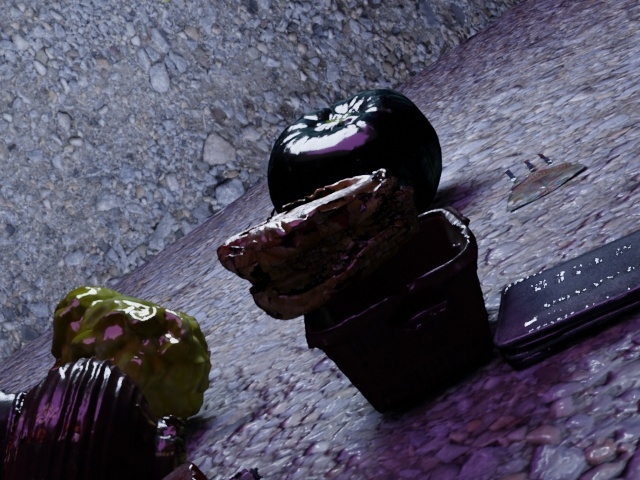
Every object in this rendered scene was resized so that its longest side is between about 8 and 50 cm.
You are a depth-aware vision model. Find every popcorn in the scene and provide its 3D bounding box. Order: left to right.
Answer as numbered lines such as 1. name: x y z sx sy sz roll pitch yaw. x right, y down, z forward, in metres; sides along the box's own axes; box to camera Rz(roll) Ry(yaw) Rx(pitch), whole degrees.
1. popcorn: -0.284 0.190 1.686 0.285 0.173 0.225 12 80 42

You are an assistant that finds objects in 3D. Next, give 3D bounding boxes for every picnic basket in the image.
1. picnic basket: 0.098 0.078 1.339 0.222 0.129 0.297 -29 12 5

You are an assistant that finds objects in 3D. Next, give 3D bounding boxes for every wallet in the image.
1. wallet: 0.280 0.047 1.213 0.222 0.036 0.167 -28 12 20

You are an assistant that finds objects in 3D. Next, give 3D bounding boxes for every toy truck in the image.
1. toy truck: -0.098 0.274 1.285 0.083 0.024 0.032 -38 -17 -14

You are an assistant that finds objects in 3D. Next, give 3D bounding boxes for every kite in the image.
1. kite: 0.322 -0.097 1.802 0.127 0.016 0.229 -28 12 4

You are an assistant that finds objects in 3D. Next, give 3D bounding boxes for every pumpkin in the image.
1. pumpkin: 0.061 -0.112 2.038 0.315 0.239 0.315 -21 29 12

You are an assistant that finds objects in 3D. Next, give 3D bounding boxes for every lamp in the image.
1. lamp: -0.264 0.253 1.347 0.247 0.247 0.247 -31 11 6

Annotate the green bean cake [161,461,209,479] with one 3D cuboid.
1. green bean cake: -0.158 0.302 1.203 0.135 0.056 0.135 -42 19 -2

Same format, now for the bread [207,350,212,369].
1. bread: -0.260 0.227 1.826 0.192 0.067 0.119 -25 13 31

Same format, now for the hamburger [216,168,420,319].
1. hamburger: 0.000 0.000 1.331 0.231 0.107 0.231 -29 7 4
